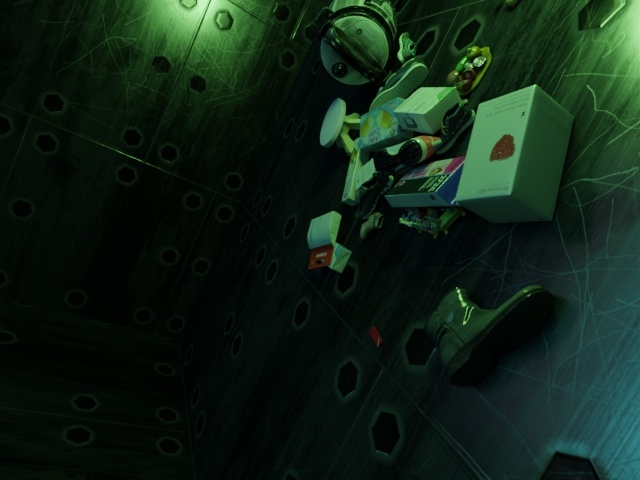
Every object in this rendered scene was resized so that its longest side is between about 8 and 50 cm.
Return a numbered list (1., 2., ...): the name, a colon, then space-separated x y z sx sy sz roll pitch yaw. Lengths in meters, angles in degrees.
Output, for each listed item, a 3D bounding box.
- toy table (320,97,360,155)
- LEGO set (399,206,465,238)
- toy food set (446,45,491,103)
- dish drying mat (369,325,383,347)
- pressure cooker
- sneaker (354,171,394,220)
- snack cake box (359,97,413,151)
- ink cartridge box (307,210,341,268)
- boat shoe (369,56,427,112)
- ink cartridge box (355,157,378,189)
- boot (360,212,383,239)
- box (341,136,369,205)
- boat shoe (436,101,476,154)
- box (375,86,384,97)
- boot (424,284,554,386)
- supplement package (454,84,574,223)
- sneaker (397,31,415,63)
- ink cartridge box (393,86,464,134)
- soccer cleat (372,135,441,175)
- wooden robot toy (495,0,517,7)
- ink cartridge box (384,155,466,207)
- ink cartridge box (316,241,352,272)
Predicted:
1. toy table: 0.112 -0.553 2.091 0.252 0.160 0.275 -10 61 60
2. LEGO set: 0.351 -0.086 1.345 0.287 0.107 0.132 -17 61 60
3. toy food set: 0.509 -0.592 1.487 0.218 0.071 0.128 -62 27 12
4. dish drying mat: 0.191 0.333 1.455 0.032 0.008 0.083 -60 28 17
5. pressure cooker: 0.174 -0.941 1.998 0.376 0.369 0.421 84 -167 -46
6. sneaker: 0.194 -0.187 1.727 0.234 0.106 0.078 -54 29 26
7. snack cake box: 0.273 -0.478 1.776 0.264 0.089 0.152 -4 82 61
8. ink cartridge box: 0.000 0.000 1.869 0.189 0.066 0.233 -17 50 56
9. boat shoe: 0.333 -0.660 1.831 0.302 0.114 0.091 -33 42 31
10. ink cartridge box: 0.226 -0.284 1.789 0.181 0.061 0.105 -37 40 45
11. boot: 0.206 -0.057 1.681 0.087 0.042 0.119 10 80 60
12. box: 0.167 -0.318 1.920 0.063 0.067 0.325 -18 56 57
13. boat shoe: 0.439 -0.387 1.449 0.183 0.083 0.065 -51 31 30
14. box: 0.281 -0.623 1.960 0.109 0.042 0.179 28 96 62
15. boot: 0.399 0.186 1.076 0.338 0.118 0.223 -50 26 23
16. supplement package: 0.503 -0.211 1.099 0.177 0.175 0.293 -1 70 60
17. sneaker: 0.404 -0.890 1.932 0.076 0.065 0.167 -10 63 40
18. ink cartridge box: 0.391 -0.480 1.545 0.154 0.093 0.212 -41 30 -4
19. soccer cleat: 0.310 -0.313 1.557 0.318 0.116 0.109 -6 103 66
20. wooden robot toy: 0.658 -0.836 1.428 0.173 0.076 0.079 -8 98 60
21. ink cartridge box: 0.371 -0.183 1.350 0.175 0.069 0.370 -44 21 -15
22. ink cartridge box: 0.056 0.060 1.848 0.104 0.060 0.180 -64 27 5
